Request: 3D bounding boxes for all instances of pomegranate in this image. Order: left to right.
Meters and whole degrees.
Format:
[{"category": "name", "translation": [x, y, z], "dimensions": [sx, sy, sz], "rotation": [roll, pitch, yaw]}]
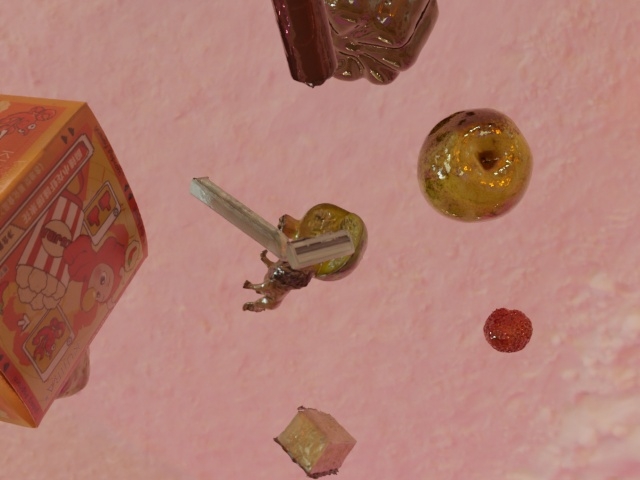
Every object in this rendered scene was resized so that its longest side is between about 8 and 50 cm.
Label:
[{"category": "pomegranate", "translation": [0.003, 0.003, 1.304], "dimensions": [0.169, 0.143, 0.122], "rotation": [11, 170, 6]}]

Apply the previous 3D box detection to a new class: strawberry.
[{"category": "strawberry", "translation": [0.274, 0.133, 1.036], "dimensions": [0.073, 0.073, 0.083], "rotation": [-17, 167, 25]}]

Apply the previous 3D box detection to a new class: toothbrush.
[{"category": "toothbrush", "translation": [-0.042, -0.276, 0.457], "dimensions": [0.040, 0.041, 0.364], "rotation": [-4, 123, 16]}]

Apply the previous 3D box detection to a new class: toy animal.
[{"category": "toy animal", "translation": [-0.089, 0.074, 1.150], "dimensions": [0.086, 0.069, 0.220], "rotation": [40, 142, -8]}]

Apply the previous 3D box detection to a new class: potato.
[{"category": "potato", "translation": [-0.004, 0.278, 0.975], "dimensions": [0.061, 0.086, 0.122], "rotation": [-51, 152, 4]}]

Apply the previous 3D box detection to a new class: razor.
[{"category": "razor", "translation": [-0.090, -0.024, 0.976], "dimensions": [0.277, 0.111, 0.056], "rotation": [26, 117, 38]}]

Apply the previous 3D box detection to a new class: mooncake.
[{"category": "mooncake", "translation": [0.080, -0.530, 1.672], "dimensions": [0.378, 0.201, 0.378], "rotation": [22, 165, 6]}]

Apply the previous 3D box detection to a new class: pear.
[{"category": "pear", "translation": [0.258, -0.124, 1.198], "dimensions": [0.197, 0.197, 0.197], "rotation": [6, 131, 7]}]

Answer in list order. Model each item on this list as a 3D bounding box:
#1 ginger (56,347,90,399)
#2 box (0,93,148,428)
[{"category": "ginger", "translation": [-0.487, 0.215, 1.225], "dimensions": [0.152, 0.267, 0.138], "rotation": [-18, 84, 24]}, {"category": "box", "translation": [-0.372, 0.016, 0.803], "dimensions": [0.213, 0.284, 0.260], "rotation": [8, 137, 15]}]
